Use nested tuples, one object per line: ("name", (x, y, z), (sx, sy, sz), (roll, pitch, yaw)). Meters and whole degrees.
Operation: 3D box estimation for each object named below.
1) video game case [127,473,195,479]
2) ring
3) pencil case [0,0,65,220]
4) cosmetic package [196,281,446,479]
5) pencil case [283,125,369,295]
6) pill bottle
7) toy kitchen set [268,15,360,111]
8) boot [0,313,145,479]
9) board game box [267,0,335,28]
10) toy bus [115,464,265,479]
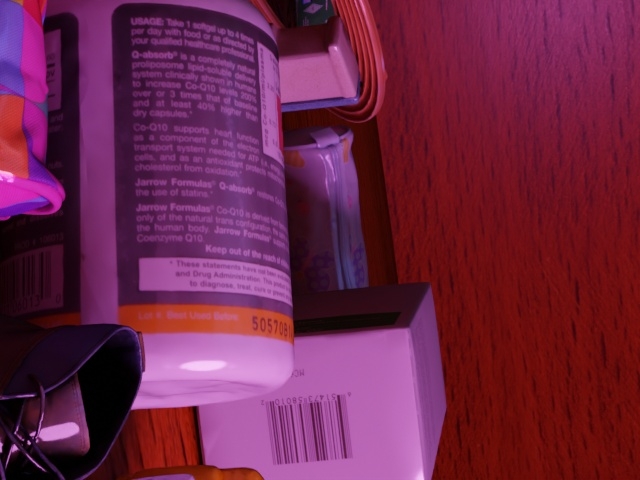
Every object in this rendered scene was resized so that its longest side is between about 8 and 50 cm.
("video game case", (-0.089, 0.276, 0.527), (0.244, 0.061, 0.269), (-37, 111, -61))
("ring", (-0.033, -0.258, 1.113), (0.336, 0.032, 0.336), (53, -14, 19))
("pencil case", (-0.162, -0.122, 0.553), (0.104, 0.104, 0.236), (56, 31, -72))
("cosmetic package", (0.014, 0.140, 1.203), (0.365, 0.197, 0.155), (-36, 119, -82))
("pencil case", (0.000, 0.000, 1.459), (0.124, 0.113, 0.273), (-141, -139, -72))
("pill bottle", (-0.100, -0.051, 0.694), (0.162, 0.162, 0.278), (52, 34, -74))
("toy kitchen set", (-0.045, -0.182, 1.112), (0.122, 0.166, 0.207), (75, 13, -46))
("boot", (-0.146, 0.070, 0.493), (0.219, 0.106, 0.082), (-64, 147, -74))
("board game box", (-0.032, -0.308, 1.347), (0.317, 0.046, 0.213), (90, -17, -72))
("toy bus", (-0.087, 0.299, 0.734), (0.130, 0.108, 0.332), (61, 25, -65))
